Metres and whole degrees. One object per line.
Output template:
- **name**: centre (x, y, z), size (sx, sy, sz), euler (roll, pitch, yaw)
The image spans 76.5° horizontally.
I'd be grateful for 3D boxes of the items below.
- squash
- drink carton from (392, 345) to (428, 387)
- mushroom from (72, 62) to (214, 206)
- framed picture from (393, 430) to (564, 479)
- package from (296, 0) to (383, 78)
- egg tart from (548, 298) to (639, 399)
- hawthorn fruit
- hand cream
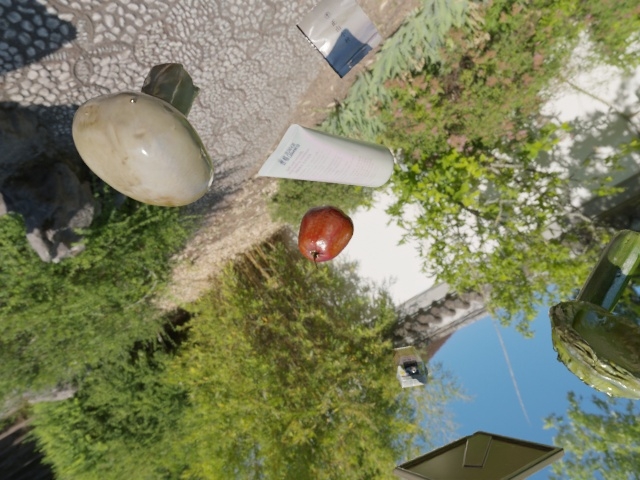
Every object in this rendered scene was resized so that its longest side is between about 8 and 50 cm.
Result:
- **squash**: centre (0.537, 0.087, 0.769), size (0.228, 0.066, 0.066), euler (-68, 167, 11)
- **drink carton**: centre (0.239, 0.340, 1.078), size (0.084, 0.074, 0.200), euler (-8, -179, 5)
- **mushroom**: centre (-0.344, -0.229, 0.879), size (0.289, 0.293, 0.292), euler (-68, -169, -25)
- **framed picture**: centre (0.329, 0.462, 0.850), size (0.290, 0.020, 0.211), euler (-2, 170, -33)
- **package**: centre (0.068, -0.717, 1.399), size (0.204, 0.062, 0.251), euler (-39, 130, 18)
- **egg tart**: centre (0.450, 0.179, 0.641), size (0.197, 0.197, 0.078), euler (-28, 141, -50)
- **hawthorn fruit**: centre (0.000, 0.000, 1.149), size (0.203, 0.163, 0.162), euler (-59, -173, -26)
- **hand cream**: centre (0.032, -0.209, 1.046), size (0.359, 0.117, 0.185), euler (1, 153, -37)
